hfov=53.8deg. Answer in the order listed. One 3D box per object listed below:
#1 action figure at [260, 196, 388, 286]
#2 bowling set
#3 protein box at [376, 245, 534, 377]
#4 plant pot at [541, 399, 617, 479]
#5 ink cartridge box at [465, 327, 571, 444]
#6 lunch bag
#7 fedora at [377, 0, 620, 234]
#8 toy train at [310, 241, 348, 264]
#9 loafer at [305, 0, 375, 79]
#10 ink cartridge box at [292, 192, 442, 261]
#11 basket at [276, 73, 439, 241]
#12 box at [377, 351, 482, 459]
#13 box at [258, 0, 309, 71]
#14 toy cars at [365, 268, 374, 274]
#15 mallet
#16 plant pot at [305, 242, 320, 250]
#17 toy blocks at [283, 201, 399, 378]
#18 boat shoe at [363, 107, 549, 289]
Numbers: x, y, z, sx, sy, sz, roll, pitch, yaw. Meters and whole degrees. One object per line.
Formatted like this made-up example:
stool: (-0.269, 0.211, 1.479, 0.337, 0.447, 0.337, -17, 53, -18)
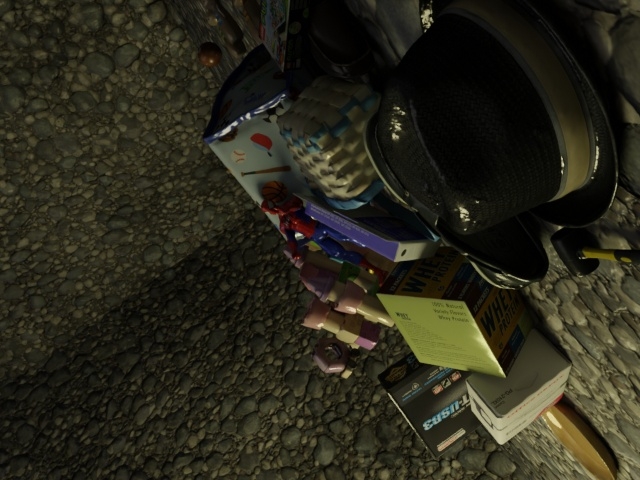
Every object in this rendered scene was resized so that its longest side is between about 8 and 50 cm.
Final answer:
action figure: (0.000, 0.000, 1.187, 0.281, 0.091, 0.139, 28, -156, 8)
bowling set: (-0.209, -0.495, 1.382, 0.154, 0.200, 0.287, 57, 172, 0)
protein box: (0.253, 0.128, 1.184, 0.200, 0.136, 0.201, 0, 133, 47)
plant pot: (0.563, 0.429, 1.387, 0.236, 0.032, 0.236, 53, 174, 8)
ink cartridge box: (0.391, 0.295, 1.255, 0.100, 0.172, 0.237, 51, 174, 32)
lunch bag: (-0.054, -0.237, 1.366, 0.327, 0.239, 0.385, 55, -162, -30)
fedora: (0.162, -0.116, 0.691, 0.334, 0.153, 0.334, 53, 175, 7)
toy train: (0.011, -0.046, 1.615, 0.248, 0.143, 0.105, 33, 161, -33)
loafer: (0.006, -0.343, 1.007, 0.220, 0.080, 0.078, 52, 174, 25)
ink cartridge box: (0.080, -0.025, 1.116, 0.206, 0.045, 0.208, 29, -165, 32)
basket: (0.080, -0.132, 1.076, 0.289, 0.201, 0.255, 53, 173, -30)
box: (0.331, 0.361, 1.568, 0.293, 0.296, 0.073, 58, 176, -29)
box: (-0.057, -0.386, 0.998, 0.114, 0.036, 0.206, 59, 153, 35)
toy cars: (0.178, 0.012, 1.778, 0.393, 0.087, 0.176, 99, 170, -81)
mallet: (0.338, 0.024, 0.716, 0.062, 0.039, 0.190, 55, 171, -17)
plant pot: (-0.007, -0.129, 1.998, 0.237, 0.237, 0.254, -141, 31, -71)
toy blocks: (0.024, 0.090, 1.396, 0.260, 0.288, 0.309, 23, 142, -3)
boat shoe: (0.197, -0.060, 0.890, 0.340, 0.127, 0.113, 52, 178, -7)
